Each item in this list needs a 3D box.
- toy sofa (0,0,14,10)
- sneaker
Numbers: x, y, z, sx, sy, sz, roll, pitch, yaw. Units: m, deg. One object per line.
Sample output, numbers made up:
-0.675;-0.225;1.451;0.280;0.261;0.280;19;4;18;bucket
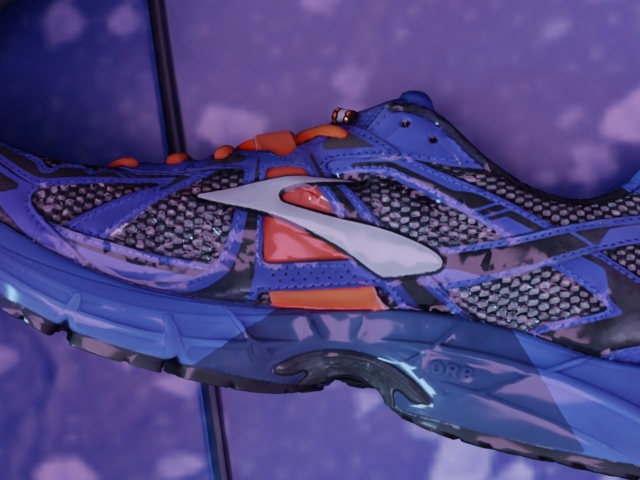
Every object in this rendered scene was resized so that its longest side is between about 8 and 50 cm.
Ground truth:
-0.236;0.015;0.337;0.150;0.177;0.362;39;100;1;toy sofa
0.000;0.000;0.365;0.221;0.083;0.087;13;84;0;sneaker
